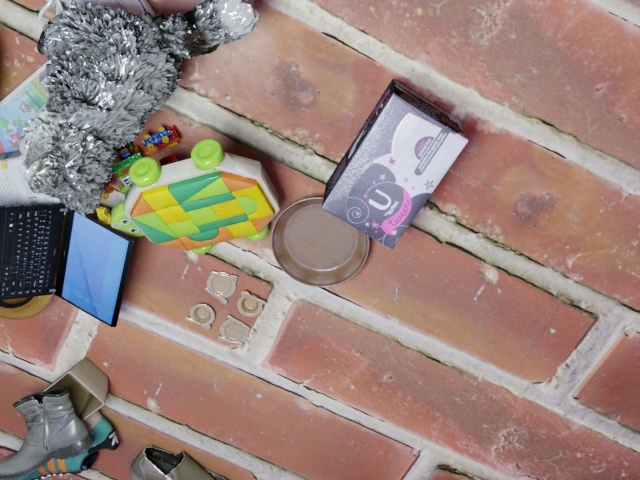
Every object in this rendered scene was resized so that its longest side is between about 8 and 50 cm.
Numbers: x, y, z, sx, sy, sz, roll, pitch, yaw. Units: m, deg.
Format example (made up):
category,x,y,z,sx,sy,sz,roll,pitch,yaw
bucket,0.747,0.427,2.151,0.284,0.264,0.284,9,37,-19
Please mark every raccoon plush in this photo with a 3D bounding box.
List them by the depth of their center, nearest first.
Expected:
category,x,y,z,sx,sy,sz,roll,pitch,yaw
raccoon plush,-0.318,-0.225,1.116,0.446,0.299,0.216,-16,155,34

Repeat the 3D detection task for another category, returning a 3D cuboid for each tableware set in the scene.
category,x,y,z,sx,sy,sz,roll,pitch,yaw
tableware set,-0.202,0.150,1.492,0.141,0.020,0.169,28,114,-7

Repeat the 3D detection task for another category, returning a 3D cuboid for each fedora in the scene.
category,x,y,z,sx,sy,sz,roll,pitch,yaw
fedora,-0.642,0.070,1.465,0.194,0.079,0.194,0,108,1

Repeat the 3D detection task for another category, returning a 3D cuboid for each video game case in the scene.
category,x,y,z,sx,sy,sz,roll,pitch,yaw
video game case,-0.521,-0.219,1.355,0.285,0.025,0.204,-32,107,18

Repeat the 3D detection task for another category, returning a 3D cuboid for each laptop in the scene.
category,x,y,z,sx,sy,sz,roll,pitch,yaw
laptop,-0.522,0.060,1.319,0.264,0.136,0.234,-5,131,-36

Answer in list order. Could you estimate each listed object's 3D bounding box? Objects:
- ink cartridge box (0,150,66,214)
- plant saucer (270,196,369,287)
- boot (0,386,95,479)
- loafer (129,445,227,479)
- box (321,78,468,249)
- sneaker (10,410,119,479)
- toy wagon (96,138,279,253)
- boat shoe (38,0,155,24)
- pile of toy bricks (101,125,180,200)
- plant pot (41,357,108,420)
category,x,y,z,sx,sy,sz,roll,pitch,yaw
ink cartridge box,-0.585,-0.109,1.355,0.175,0.072,0.127,-7,114,9
plant saucer,0.000,0.000,1.397,0.198,0.036,0.199,2,114,5
boot,-0.632,0.416,1.522,0.246,0.083,0.161,-22,103,8
loafer,-0.331,0.562,1.646,0.251,0.094,0.087,19,118,-3
box,0.133,-0.138,1.266,0.163,0.142,0.247,30,114,-8
sneaker,-0.614,0.518,1.646,0.302,0.108,0.121,-33,103,16
toy wagon,-0.256,-0.059,1.299,0.344,0.068,0.267,-14,147,9
boat shoe,-0.444,-0.446,1.173,0.367,0.156,0.136,43,112,-15
pile of toy bricks,-0.355,-0.126,1.348,0.212,0.118,0.105,-26,153,0
plant pot,-0.544,0.332,1.562,0.109,0.096,0.109,-36,106,20
